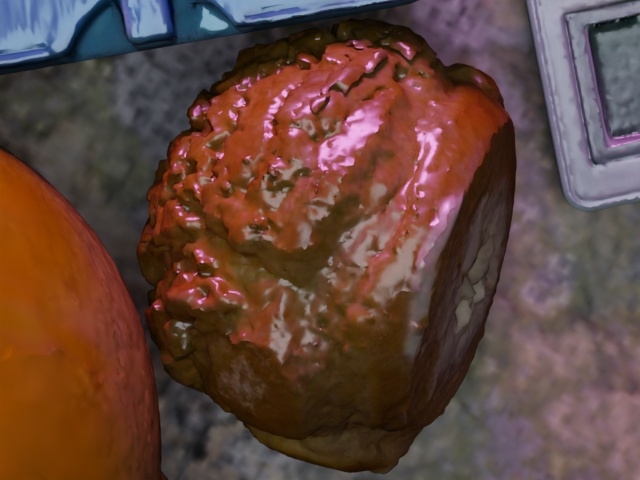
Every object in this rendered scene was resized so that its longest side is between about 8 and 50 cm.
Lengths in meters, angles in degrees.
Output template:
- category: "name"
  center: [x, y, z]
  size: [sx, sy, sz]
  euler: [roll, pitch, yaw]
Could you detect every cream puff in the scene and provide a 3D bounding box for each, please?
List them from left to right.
- category: "cream puff"
  center: [0.000, 0.000, 0.641]
  size: [0.115, 0.150, 0.165]
  euler: [18, 134, 17]

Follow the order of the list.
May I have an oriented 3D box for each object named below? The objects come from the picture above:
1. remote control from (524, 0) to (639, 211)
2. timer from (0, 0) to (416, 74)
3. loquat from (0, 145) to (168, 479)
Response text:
- category: "remote control"
  center: [0.108, -0.162, 0.673]
  size: [0.103, 0.051, 0.293]
  euler: [-12, 100, 2]
- category: "timer"
  center: [-0.072, -0.180, 0.626]
  size: [0.232, 0.091, 0.250]
  euler: [-8, 85, 0]
- category: "loquat"
  center: [-0.165, 0.063, 0.611]
  size: [0.244, 0.244, 0.244]
  euler: [0, 96, 0]
